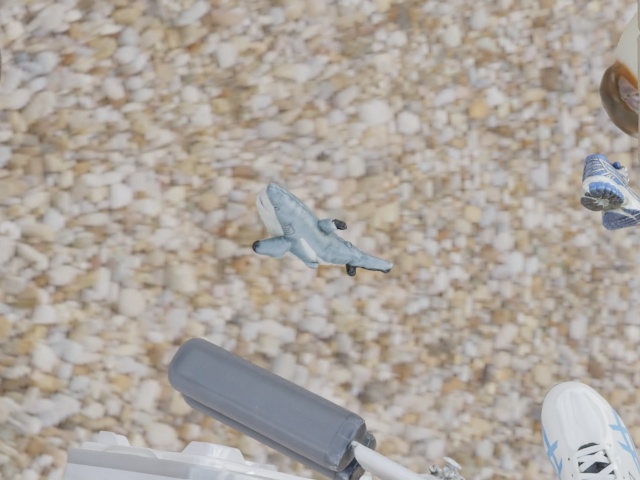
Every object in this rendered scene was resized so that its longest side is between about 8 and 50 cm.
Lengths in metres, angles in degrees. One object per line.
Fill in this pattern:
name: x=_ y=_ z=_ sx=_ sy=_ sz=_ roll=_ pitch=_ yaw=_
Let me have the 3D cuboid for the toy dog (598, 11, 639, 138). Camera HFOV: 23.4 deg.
toy dog: x=0.517 y=-0.178 z=1.808 sx=0.395 sy=0.408 sz=0.284 roll=31 pitch=83 yaw=-33

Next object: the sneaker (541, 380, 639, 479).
sneaker: x=0.265 y=0.240 z=1.417 sx=0.085 sy=0.086 sz=0.237 roll=-16 pitch=78 yaw=-2

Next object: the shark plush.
shark plush: x=0.000 y=0.000 z=1.564 sx=0.161 sy=0.067 sz=0.073 roll=36 pitch=42 yaw=-10

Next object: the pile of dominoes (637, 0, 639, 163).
pile of dominoes: x=0.284 y=-0.103 z=1.113 sx=0.196 sy=0.040 sz=0.251 roll=30 pitch=50 yaw=-28

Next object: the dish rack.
dish rack: x=-0.097 y=0.268 z=1.691 sx=0.333 sy=0.285 sz=0.072 roll=19 pitch=76 yaw=-42

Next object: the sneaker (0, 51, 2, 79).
sneaker: x=-0.339 y=-0.074 z=1.104 sx=0.106 sy=0.281 sz=0.162 roll=47 pitch=51 yaw=-6

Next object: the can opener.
can opener: x=0.002 y=0.161 z=1.132 sx=0.093 sy=0.280 sz=0.074 roll=-54 pitch=155 yaw=-16

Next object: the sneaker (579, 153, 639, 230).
sneaker: x=0.307 y=-0.052 z=1.606 sx=0.135 sy=0.052 sz=0.058 roll=35 pitch=48 yaw=-57
